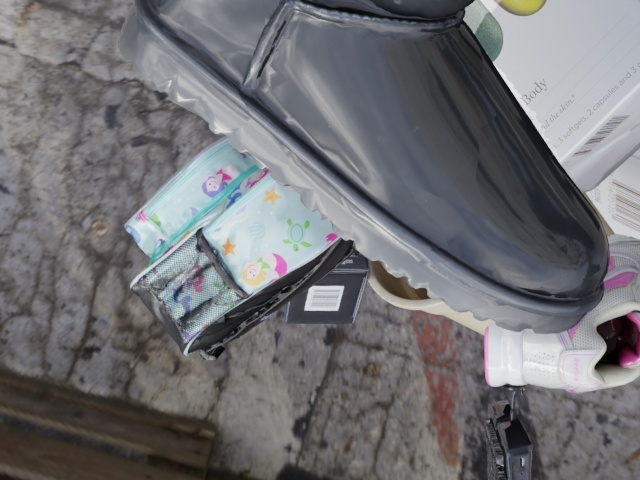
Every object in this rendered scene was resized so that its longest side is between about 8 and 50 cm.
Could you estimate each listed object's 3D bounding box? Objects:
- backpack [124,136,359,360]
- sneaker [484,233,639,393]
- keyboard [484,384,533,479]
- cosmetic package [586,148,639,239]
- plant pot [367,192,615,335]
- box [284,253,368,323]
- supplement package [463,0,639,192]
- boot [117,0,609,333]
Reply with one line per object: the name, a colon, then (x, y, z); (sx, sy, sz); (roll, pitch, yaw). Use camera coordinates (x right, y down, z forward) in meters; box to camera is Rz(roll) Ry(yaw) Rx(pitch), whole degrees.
backpack: (-0.056, -0.020, 1.023); (0.253, 0.225, 0.191); (-31, 93, 33)
sneaker: (0.258, 0.074, 0.880); (0.111, 0.252, 0.103); (16, 123, 42)
keyboard: (0.185, 0.200, 0.999); (0.033, 0.317, 0.201); (3, 88, 6)
cosmetic package: (0.600, -0.229, 1.764); (0.327, 0.329, 0.393); (31, 73, 29)
plant pot: (0.286, 0.022, 1.423); (0.305, 0.334, 0.334); (37, 101, -31)
box: (0.000, 0.000, 1.471); (0.108, 0.207, 0.153); (1, 146, -7)
supplement package: (0.188, -0.193, 0.873); (0.262, 0.198, 0.199); (54, 125, 17)
boot: (0.123, -0.196, 0.540); (0.367, 0.146, 0.445); (33, 120, -4)
